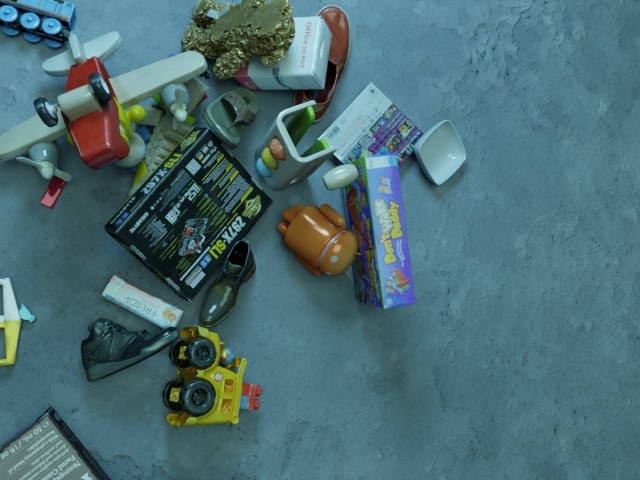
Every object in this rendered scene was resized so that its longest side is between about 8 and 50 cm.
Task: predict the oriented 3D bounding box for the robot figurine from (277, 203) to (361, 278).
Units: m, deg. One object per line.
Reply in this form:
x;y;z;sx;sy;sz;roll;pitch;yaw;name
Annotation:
0.000;-0.001;1.635;0.219;0.128;0.158;37;90;17;robot figurine

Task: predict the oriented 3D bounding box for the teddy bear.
-0.196;-0.504;1.620;0.338;0.113;0.245;-5;69;26;teddy bear

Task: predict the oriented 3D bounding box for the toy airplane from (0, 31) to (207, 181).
-0.482;-0.286;1.486;0.384;0.386;0.272;-58;139;-33;toy airplane

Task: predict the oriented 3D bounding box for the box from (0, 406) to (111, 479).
-0.532;0.562;1.411;0.191;0.143;0.381;-39;95;-18;box

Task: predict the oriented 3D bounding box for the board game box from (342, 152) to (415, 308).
0.132;-0.021;1.618;0.078;0.233;0.346;-8;90;-13;board game box

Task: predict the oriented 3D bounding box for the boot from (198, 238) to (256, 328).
-0.222;0.095;1.560;0.082;0.106;0.219;21;56;12;boot

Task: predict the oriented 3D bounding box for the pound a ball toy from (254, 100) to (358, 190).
-0.053;-0.179;1.567;0.136;0.319;0.208;-24;89;-18;pound a ball toy

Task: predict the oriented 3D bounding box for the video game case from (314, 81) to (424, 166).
0.133;-0.267;1.780;0.210;0.042;0.232;42;73;-7;video game case

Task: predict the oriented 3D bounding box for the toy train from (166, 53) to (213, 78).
-0.323;-0.425;1.634;0.158;0.036;0.027;26;82;33;toy train

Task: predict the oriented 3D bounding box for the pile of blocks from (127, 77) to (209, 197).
-0.365;-0.243;1.616;0.113;0.149;0.362;25;82;-55;pile of blocks

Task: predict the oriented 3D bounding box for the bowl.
0.313;-0.238;1.803;0.142;0.053;0.142;-44;121;-18;bowl

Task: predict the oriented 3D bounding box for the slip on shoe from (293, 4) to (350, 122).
0.011;-0.467;1.747;0.123;0.101;0.331;18;76;-11;slip on shoe

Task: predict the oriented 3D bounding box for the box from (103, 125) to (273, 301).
-0.294;-0.062;1.552;0.322;0.079;0.257;-53;128;-16;box

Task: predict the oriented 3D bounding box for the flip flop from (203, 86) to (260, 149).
-0.194;-0.308;1.598;0.112;0.080;0.277;49;30;-15;flip flop

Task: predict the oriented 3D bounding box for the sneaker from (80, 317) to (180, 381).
-0.433;0.216;1.498;0.228;0.087;0.130;-22;86;6;sneaker

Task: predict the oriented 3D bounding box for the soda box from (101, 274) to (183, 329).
-0.409;0.146;1.549;0.183;0.063;0.058;30;77;-9;soda box

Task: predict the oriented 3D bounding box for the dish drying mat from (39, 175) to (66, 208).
-0.618;-0.116;1.560;0.032;0.008;0.083;25;75;-12;dish drying mat

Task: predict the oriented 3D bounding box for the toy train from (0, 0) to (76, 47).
-0.668;-0.525;1.576;0.184;0.080;0.105;14;69;-11;toy train

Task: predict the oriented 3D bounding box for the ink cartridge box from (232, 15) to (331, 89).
-0.093;-0.462;1.668;0.218;0.092;0.158;4;78;21;ink cartridge box

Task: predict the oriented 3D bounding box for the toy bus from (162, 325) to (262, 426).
-0.235;0.316;1.540;0.212;0.149;0.220;12;75;-27;toy bus

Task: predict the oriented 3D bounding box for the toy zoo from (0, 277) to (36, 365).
-0.775;0.184;1.455;0.293;0.030;0.192;-4;82;-16;toy zoo
